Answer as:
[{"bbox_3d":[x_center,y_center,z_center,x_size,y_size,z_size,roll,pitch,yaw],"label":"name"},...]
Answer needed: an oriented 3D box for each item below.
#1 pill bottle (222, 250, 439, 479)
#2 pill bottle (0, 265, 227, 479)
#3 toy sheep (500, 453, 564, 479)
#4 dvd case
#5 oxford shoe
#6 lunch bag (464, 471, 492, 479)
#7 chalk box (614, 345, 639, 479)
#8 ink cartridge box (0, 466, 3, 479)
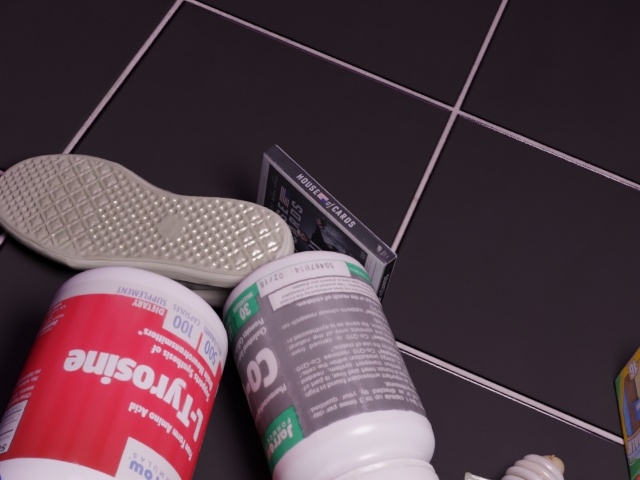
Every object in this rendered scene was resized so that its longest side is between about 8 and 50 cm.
[{"bbox_3d":[0.019,0.208,1.572,0.204,0.204,0.361,-7,53,-20],"label":"pill bottle"},{"bbox_3d":[-0.257,0.248,1.449,0.229,0.229,0.408,15,49,-2],"label":"pill bottle"},{"bbox_3d":[0.269,0.325,1.624,0.091,0.091,0.132,36,57,15],"label":"toy sheep"},{"bbox_3d":[0.000,0.000,1.755,0.029,0.179,0.238,-36,67,-28],"label":"dvd case"},{"bbox_3d":[-0.245,-0.006,1.739,0.449,0.130,0.169,13,65,15],"label":"oxford shoe"},{"bbox_3d":[0.270,0.421,1.433,0.287,0.169,0.235,15,71,7],"label":"lunch bag"},{"bbox_3d":[0.494,0.252,1.714,0.132,0.132,0.213,9,51,-9],"label":"chalk box"},{"bbox_3d":[-0.460,0.326,1.302,0.371,0.069,0.176,-31,55,12],"label":"ink cartridge box"}]
